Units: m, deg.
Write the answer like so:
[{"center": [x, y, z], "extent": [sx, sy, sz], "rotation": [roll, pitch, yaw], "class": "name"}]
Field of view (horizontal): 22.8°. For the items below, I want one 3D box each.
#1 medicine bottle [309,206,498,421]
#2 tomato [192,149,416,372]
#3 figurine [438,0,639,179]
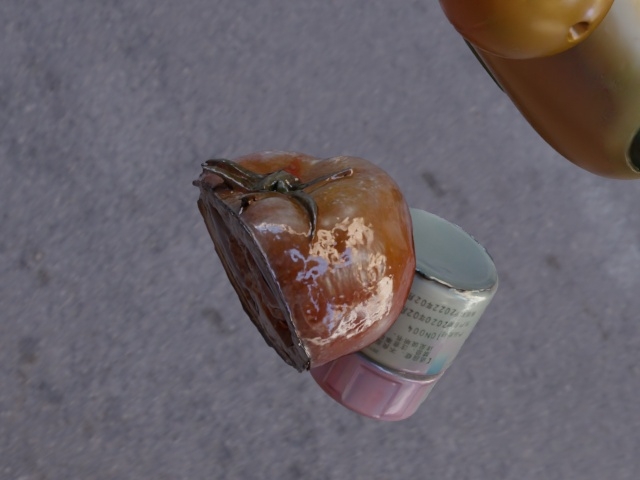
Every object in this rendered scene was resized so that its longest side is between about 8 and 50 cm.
[{"center": [0.073, 0.069, 1.477], "extent": [0.135, 0.168, 0.135], "rotation": [23, 27, -13], "class": "medicine bottle"}, {"center": [0.000, 0.000, 1.337], "extent": [0.155, 0.214, 0.180], "rotation": [-23, 120, -15], "class": "tomato"}, {"center": [0.119, -0.168, 0.953], "extent": [0.324, 0.124, 0.222], "rotation": [50, 14, -20], "class": "figurine"}]
